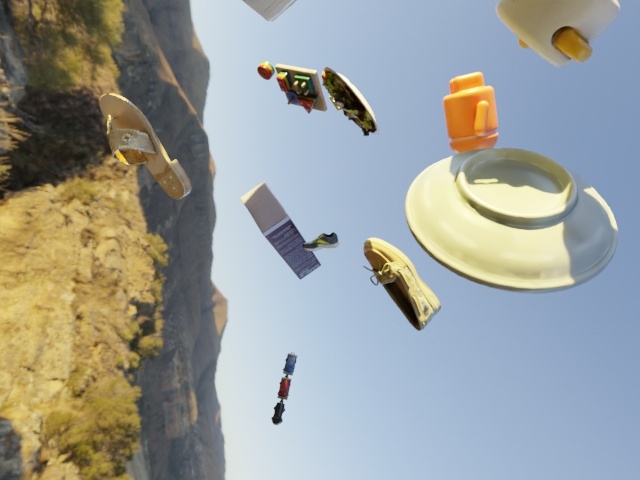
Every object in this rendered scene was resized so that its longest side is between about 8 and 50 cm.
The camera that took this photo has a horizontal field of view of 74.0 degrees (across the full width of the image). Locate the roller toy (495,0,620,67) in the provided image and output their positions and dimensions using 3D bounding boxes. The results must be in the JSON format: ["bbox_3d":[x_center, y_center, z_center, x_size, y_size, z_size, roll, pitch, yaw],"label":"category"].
[{"bbox_3d":[0.445,-0.435,0.815,0.209,0.191,0.146,43,-52,3],"label":"roller toy"}]

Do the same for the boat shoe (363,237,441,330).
[{"bbox_3d":[0.209,0.115,1.140,0.285,0.089,0.104,47,-27,-6],"label":"boat shoe"}]

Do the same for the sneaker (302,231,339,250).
[{"bbox_3d":[0.000,0.000,0.945,0.031,0.083,0.035,-109,-168,-67],"label":"sneaker"}]

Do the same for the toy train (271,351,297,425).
[{"bbox_3d":[-0.079,0.322,0.935,0.036,0.027,0.158,100,3,-61],"label":"toy train"}]

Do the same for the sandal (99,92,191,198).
[{"bbox_3d":[-0.350,-0.169,0.797,0.088,0.079,0.240,-31,-77,38],"label":"sandal"}]

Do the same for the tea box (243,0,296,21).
[{"bbox_3d":[-0.103,-0.626,0.685,0.220,0.323,0.329,-4,-117,52],"label":"tea box"}]

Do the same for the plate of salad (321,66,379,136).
[{"bbox_3d":[0.066,-0.319,1.000,0.200,0.048,0.200,49,3,-4],"label":"plate of salad"}]

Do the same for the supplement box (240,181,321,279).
[{"bbox_3d":[-0.090,-0.017,1.025,0.130,0.073,0.239,54,-2,36],"label":"supplement box"}]

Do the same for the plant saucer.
[{"bbox_3d":[0.371,-0.083,0.833,0.101,0.400,0.400,85,-18,-45],"label":"plant saucer"}]

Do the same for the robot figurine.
[{"bbox_3d":[0.387,-0.312,1.096,0.158,0.128,0.220,10,-63,57],"label":"robot figurine"}]

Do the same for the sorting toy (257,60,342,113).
[{"bbox_3d":[-0.052,-0.409,1.175,0.274,0.046,0.132,21,-23,26],"label":"sorting toy"}]
